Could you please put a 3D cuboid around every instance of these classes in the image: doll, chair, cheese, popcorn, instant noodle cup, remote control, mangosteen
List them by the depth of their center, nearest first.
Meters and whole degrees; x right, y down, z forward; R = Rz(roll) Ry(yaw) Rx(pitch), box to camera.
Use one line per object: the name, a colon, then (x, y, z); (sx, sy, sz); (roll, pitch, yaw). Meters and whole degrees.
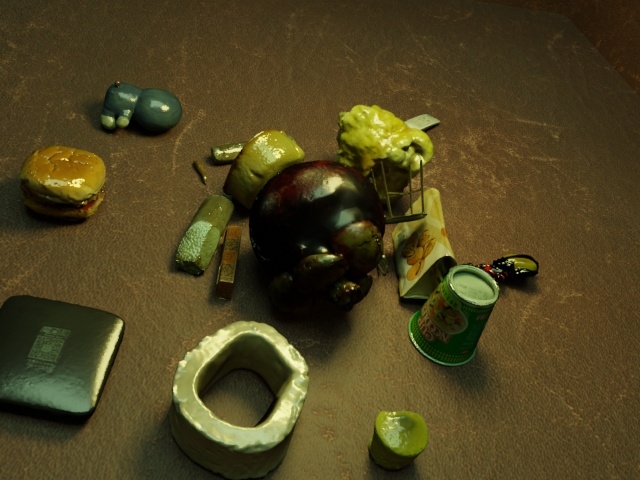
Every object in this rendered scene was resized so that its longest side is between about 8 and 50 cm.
cheese: (-0.175, 0.352, 1.470); (0.292, 0.153, 0.332); (27, 45, 10)
instant noodle cup: (0.373, 0.190, 1.751); (0.207, 0.233, 0.207); (10, 42, -9)
mangosteen: (-0.004, -0.003, 1.764); (0.381, 0.381, 0.421); (-7, 81, -24)
chair: (0.229, -0.066, 1.898); (0.170, 0.160, 0.326); (-6, 88, -9)
doll: (0.588, 0.088, 2.035); (0.248, 0.088, 0.127); (-3, 46, -15)
popcorn: (0.188, -0.286, 2.108); (0.292, 0.334, 0.294); (0, 75, -9)
doll: (-0.601, -0.451, 2.186); (0.258, 0.154, 0.228); (15, 38, -12)
remote control: (0.399, -0.460, 2.578); (0.073, 0.044, 0.229); (32, 36, 24)

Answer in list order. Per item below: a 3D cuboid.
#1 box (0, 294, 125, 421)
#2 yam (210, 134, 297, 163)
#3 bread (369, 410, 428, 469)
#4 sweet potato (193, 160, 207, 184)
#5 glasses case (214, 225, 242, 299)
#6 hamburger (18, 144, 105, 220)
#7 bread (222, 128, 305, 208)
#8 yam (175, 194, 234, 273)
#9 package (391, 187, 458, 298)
box: (-0.622, 0.266, 1.475); (0.290, 0.073, 0.289); (12, 43, -6)
yam: (-0.225, -0.313, 2.207); (0.317, 0.067, 0.071); (-13, 63, -27)
bread: (0.178, 0.463, 1.491); (0.129, 0.114, 0.111); (10, 44, -8)
sweet potato: (-0.387, -0.226, 2.095); (0.026, 0.026, 0.115); (-11, 49, -27)
glasses case: (-0.257, 0.059, 1.803); (0.049, 0.075, 0.218); (8, 44, -6)
hamburger: (-0.726, -0.170, 1.826); (0.244, 0.163, 0.244); (8, 42, -7)
bread: (-0.177, -0.220, 1.985); (0.148, 0.270, 0.270); (42, 48, 14)
yam: (-0.330, -0.023, 1.850); (0.106, 0.106, 0.259); (16, 41, -1)
package: (0.348, 0.031, 1.949); (0.165, 0.221, 0.311); (23, 35, -21)
